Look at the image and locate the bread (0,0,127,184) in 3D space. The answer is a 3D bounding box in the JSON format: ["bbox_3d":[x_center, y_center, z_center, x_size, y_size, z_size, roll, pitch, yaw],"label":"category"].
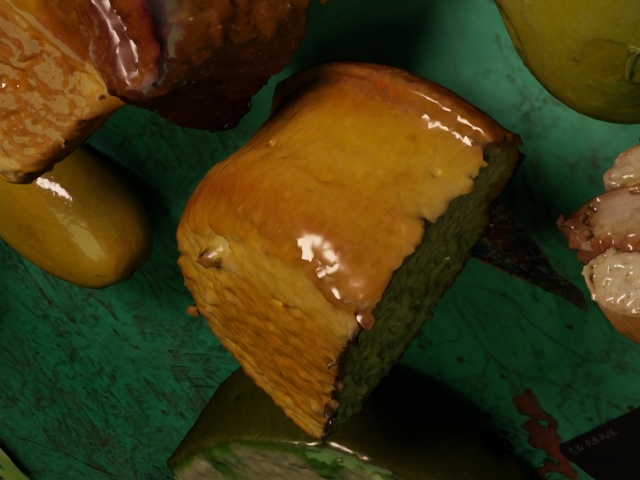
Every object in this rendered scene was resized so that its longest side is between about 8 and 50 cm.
[{"bbox_3d":[-0.255,-0.205,0.820,0.195,0.149,0.344,-32,113,29],"label":"bread"}]

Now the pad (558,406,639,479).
[{"bbox_3d":[0.296,0.188,1.031,0.112,0.003,0.157,37,139,-10],"label":"pad"}]

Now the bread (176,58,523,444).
[{"bbox_3d":[0.000,0.000,0.837,0.179,0.194,0.340,37,158,11],"label":"bread"}]

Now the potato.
[{"bbox_3d":[0.173,-0.170,0.619,0.186,0.148,0.253,16,137,11],"label":"potato"}]

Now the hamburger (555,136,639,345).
[{"bbox_3d":[0.326,0.029,0.744,0.282,0.155,0.245,-17,130,45],"label":"hamburger"}]

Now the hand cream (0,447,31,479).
[{"bbox_3d":[-0.455,0.296,1.521,0.175,0.046,0.095,-12,123,35],"label":"hand cream"}]

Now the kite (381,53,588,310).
[{"bbox_3d":[0.109,-0.032,0.859,0.232,0.009,0.189,49,159,7],"label":"kite"}]

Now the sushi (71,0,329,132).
[{"bbox_3d":[-0.062,-0.200,0.713,0.167,0.179,0.296,13,114,48],"label":"sushi"}]

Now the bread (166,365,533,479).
[{"bbox_3d":[0.030,0.273,1.168,0.382,0.129,0.366,18,139,12],"label":"bread"}]

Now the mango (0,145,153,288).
[{"bbox_3d":[-0.234,-0.034,1.026,0.195,0.092,0.130,39,140,-5],"label":"mango"}]
